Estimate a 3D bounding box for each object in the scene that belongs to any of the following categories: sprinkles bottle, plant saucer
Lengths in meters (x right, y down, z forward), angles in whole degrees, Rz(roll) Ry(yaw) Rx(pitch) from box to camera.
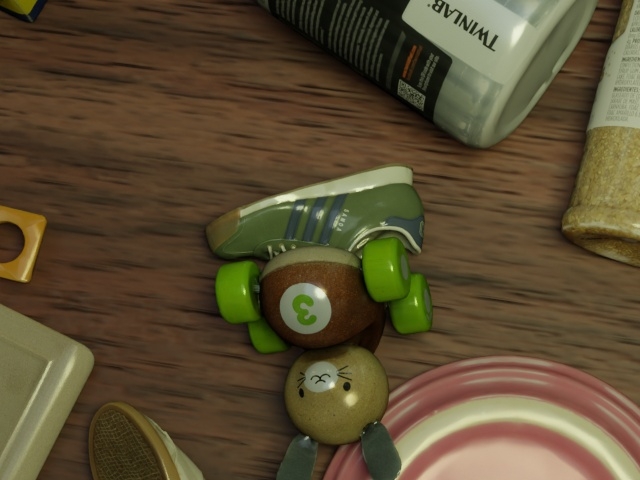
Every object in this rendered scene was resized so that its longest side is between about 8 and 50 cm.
[{"bbox_3d":[0.304,-0.158,1.311,0.121,0.121,0.355,15,80,10],"label":"sprinkles bottle"},{"bbox_3d":[0.152,0.255,1.257,0.332,0.084,0.332,-1,77,6],"label":"plant saucer"}]

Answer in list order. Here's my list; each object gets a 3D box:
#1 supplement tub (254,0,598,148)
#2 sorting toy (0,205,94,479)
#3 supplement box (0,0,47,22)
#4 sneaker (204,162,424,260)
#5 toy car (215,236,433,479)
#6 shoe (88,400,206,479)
[{"bbox_3d":[0.065,-0.236,1.320,0.316,0.193,0.193,35,83,12],"label":"supplement tub"},{"bbox_3d":[-0.319,0.137,1.358,0.196,0.047,0.348,26,82,7],"label":"sorting toy"},{"bbox_3d":[-0.325,-0.364,1.309,0.194,0.356,0.195,28,82,11],"label":"supplement box"},{"bbox_3d":[0.000,0.000,1.339,0.192,0.064,0.086,-17,71,-1],"label":"sneaker"},{"bbox_3d":[0.007,0.110,1.258,0.155,0.149,0.188,-9,64,16],"label":"toy car"},{"bbox_3d":[-0.127,0.233,1.313,0.076,0.058,0.219,-39,71,18],"label":"shoe"}]
